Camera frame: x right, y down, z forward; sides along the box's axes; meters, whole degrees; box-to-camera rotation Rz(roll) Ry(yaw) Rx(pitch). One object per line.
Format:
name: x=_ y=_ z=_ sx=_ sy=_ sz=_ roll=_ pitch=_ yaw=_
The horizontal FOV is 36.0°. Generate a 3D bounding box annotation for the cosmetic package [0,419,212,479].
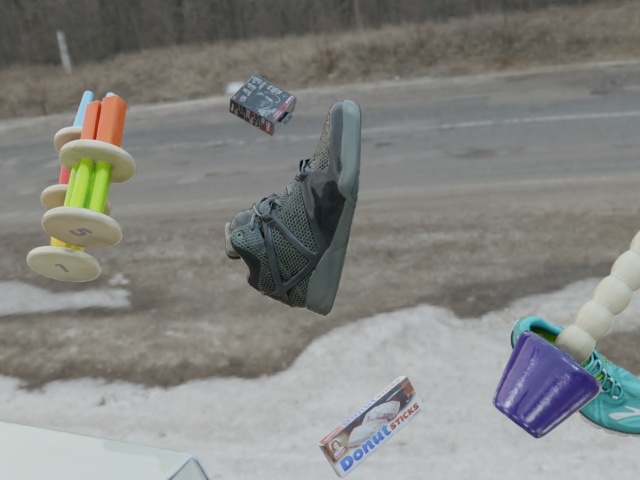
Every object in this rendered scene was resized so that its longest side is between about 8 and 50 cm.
cosmetic package: x=-0.187 y=0.211 z=0.620 sx=0.296 sy=0.153 sz=0.129 roll=-4 pitch=30 yaw=41

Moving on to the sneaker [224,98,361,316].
sneaker: x=-0.027 y=-0.038 z=0.998 sx=0.130 sy=0.227 sz=0.087 roll=13 pitch=24 yaw=-2

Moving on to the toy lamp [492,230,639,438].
toy lamp: x=0.238 y=0.038 z=0.796 sx=0.274 sy=0.080 sz=0.080 roll=-54 pitch=28 yaw=-2

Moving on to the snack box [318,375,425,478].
snack box: x=0.080 y=0.286 z=1.520 sx=0.178 sy=0.064 sz=0.022 roll=-35 pitch=14 yaw=-24

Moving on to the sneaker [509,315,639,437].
sneaker: x=0.416 y=0.213 z=1.547 sx=0.275 sy=0.110 sz=0.107 roll=32 pitch=75 yaw=16

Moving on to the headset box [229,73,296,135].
headset box: x=-0.079 y=-0.193 z=1.413 sx=0.083 sy=0.032 sz=0.062 roll=30 pitch=59 yaw=10

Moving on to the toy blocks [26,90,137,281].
toy blocks: x=-0.163 y=-0.059 z=0.705 sx=0.054 sy=0.148 sz=0.123 roll=15 pitch=-28 yaw=-19
